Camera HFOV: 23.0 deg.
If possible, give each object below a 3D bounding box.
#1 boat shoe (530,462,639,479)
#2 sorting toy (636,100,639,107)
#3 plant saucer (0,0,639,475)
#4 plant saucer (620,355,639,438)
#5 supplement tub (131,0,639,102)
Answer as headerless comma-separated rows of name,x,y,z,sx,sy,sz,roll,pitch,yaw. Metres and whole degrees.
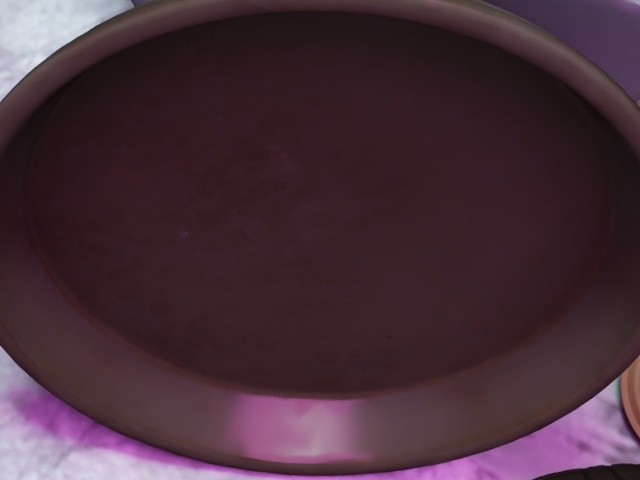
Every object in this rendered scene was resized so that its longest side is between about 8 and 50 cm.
boat shoe,0.179,0.142,0.687,0.190,0.068,0.072,3,104,5
sorting toy,0.267,-0.032,0.769,0.229,0.041,0.307,-12,73,-12
plant saucer,0.000,0.000,0.610,0.277,0.278,0.041,6,48,-6
plant saucer,0.179,0.066,0.719,0.083,0.013,0.084,0,88,13
supplement tub,0.020,-0.212,0.691,0.241,0.241,0.331,-5,72,-10
